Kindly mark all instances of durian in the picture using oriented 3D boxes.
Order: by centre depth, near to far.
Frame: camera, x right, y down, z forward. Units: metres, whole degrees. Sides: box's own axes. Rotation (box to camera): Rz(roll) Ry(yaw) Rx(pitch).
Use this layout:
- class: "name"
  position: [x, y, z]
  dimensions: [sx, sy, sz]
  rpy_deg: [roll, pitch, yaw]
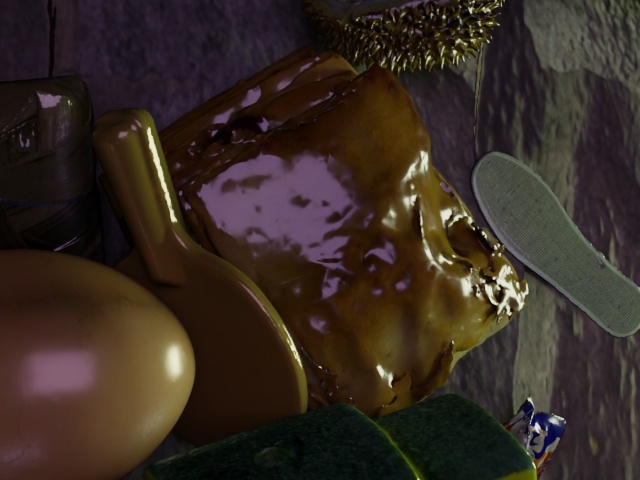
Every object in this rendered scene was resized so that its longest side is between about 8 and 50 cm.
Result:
- class: "durian"
  position: [0.090, -0.242, 1.115]
  dimensions: [0.237, 0.138, 0.193]
  rpy_deg: [8, 74, -12]

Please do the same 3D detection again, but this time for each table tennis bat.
- class: "table tennis bat"
  position: [-0.112, 0.044, 0.967]
  dimensions: [0.050, 0.198, 0.320]
  rpy_deg: [-41, 123, -44]

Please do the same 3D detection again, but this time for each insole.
- class: "insole"
  position: [0.231, 0.007, 1.180]
  dimensions: [0.232, 0.003, 0.080]
  rpy_deg: [46, 74, -4]

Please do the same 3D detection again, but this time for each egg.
- class: "egg"
  position: [-0.215, 0.103, 0.921]
  dimensions: [0.245, 0.201, 0.201]
  rpy_deg: [-10, 83, 12]

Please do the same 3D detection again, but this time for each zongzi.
- class: "zongzi"
  position: [-0.291, -0.018, 1.018]
  dimensions: [0.221, 0.112, 0.242]
  rpy_deg: [-1, 114, 3]

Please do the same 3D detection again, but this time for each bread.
- class: "bread"
  position: [0.000, 0.000, 1.038]
  dimensions: [0.277, 0.167, 0.324]
  rpy_deg: [-35, 90, -16]

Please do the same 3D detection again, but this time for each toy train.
- class: "toy train"
  position: [-0.016, 0.276, 0.933]
  dimensions: [0.442, 0.179, 0.272]
  rpy_deg: [-16, 116, -19]

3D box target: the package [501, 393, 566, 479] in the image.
- class: "package"
  position: [0.178, 0.197, 1.124]
  dimensions: [0.077, 0.033, 0.110]
  rpy_deg: [39, 88, -29]
